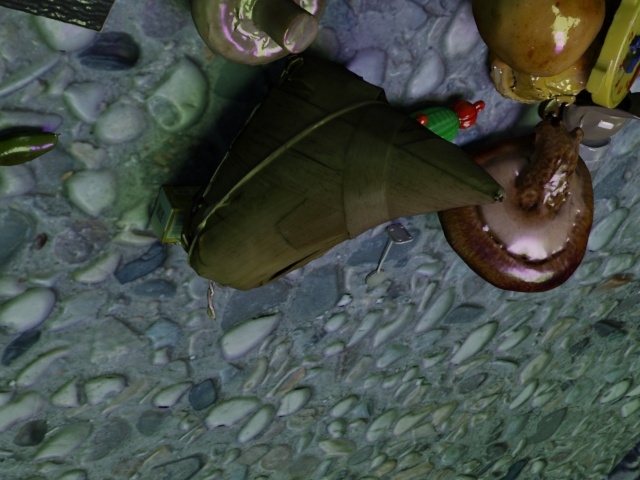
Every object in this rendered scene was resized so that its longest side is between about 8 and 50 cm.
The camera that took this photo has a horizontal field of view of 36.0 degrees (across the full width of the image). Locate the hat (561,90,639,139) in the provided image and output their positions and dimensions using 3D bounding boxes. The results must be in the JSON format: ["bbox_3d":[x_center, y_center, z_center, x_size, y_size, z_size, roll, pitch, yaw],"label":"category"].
[{"bbox_3d":[0.594,-0.236,1.971,0.166,0.173,0.144,-15,132,-21],"label":"hat"}]

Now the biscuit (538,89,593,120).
[{"bbox_3d":[0.539,-0.274,2.050,0.205,0.031,0.138,-4,136,-30],"label":"biscuit"}]

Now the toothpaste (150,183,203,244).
[{"bbox_3d":[-0.146,-0.051,1.795,0.313,0.071,0.089,-3,133,-33],"label":"toothpaste"}]

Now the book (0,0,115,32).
[{"bbox_3d":[-0.325,-0.446,1.238,0.262,0.028,0.374,8,129,-39],"label":"book"}]

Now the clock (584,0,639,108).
[{"bbox_3d":[0.584,-0.373,1.812,0.293,0.071,0.277,-26,137,-58],"label":"clock"}]

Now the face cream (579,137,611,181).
[{"bbox_3d":[0.559,-0.127,2.199,0.107,0.073,0.269,-8,139,-21],"label":"face cream"}]

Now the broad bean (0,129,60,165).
[{"bbox_3d":[-0.512,-0.120,1.474,0.254,0.046,0.065,-21,150,-10],"label":"broad bean"}]

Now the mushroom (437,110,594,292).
[{"bbox_3d":[0.399,-0.076,1.970,0.345,0.345,0.259,-19,167,-15],"label":"mushroom"}]

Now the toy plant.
[{"bbox_3d":[0.192,-0.194,1.856,0.240,0.088,0.154,-18,156,-35],"label":"toy plant"}]

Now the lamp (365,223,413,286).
[{"bbox_3d":[0.146,0.046,2.135,0.050,0.056,0.198,-14,144,-27],"label":"lamp"}]

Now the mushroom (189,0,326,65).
[{"bbox_3d":[-0.072,-0.331,1.395,0.207,0.215,0.207,-19,135,-20],"label":"mushroom"}]

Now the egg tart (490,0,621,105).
[{"bbox_3d":[0.457,-0.347,1.840,0.291,0.107,0.291,-19,143,-15],"label":"egg tart"}]

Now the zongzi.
[{"bbox_3d":[-0.014,-0.007,1.542,0.218,0.467,0.500,26,104,-44],"label":"zongzi"}]

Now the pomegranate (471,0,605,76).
[{"bbox_3d":[0.364,-0.386,1.635,0.233,0.233,0.233,-19,142,-16],"label":"pomegranate"}]
